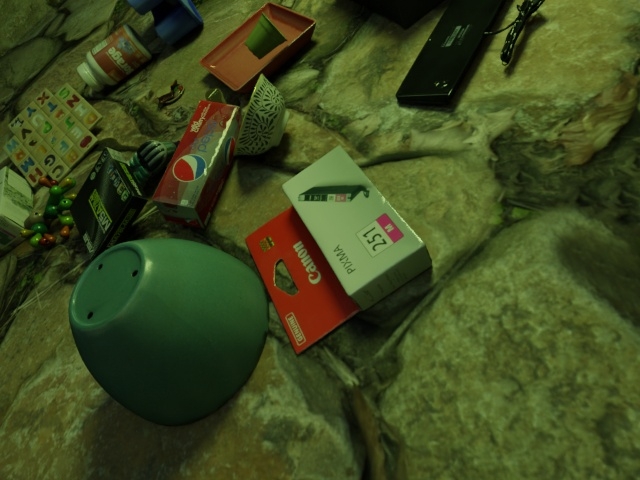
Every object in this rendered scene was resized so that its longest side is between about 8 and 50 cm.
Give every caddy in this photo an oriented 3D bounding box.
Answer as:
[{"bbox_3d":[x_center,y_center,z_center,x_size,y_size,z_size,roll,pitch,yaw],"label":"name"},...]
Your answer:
[{"bbox_3d":[-0.491,-0.780,1.400,0.179,0.241,0.341,-37,49,8],"label":"caddy"}]

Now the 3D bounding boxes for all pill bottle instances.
[{"bbox_3d":[-0.664,-0.580,1.434,0.216,0.121,0.121,-35,49,4],"label":"pill bottle"}]

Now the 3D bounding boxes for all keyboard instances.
[{"bbox_3d":[0.286,-0.372,0.824,0.201,0.033,0.317,15,67,42],"label":"keyboard"}]

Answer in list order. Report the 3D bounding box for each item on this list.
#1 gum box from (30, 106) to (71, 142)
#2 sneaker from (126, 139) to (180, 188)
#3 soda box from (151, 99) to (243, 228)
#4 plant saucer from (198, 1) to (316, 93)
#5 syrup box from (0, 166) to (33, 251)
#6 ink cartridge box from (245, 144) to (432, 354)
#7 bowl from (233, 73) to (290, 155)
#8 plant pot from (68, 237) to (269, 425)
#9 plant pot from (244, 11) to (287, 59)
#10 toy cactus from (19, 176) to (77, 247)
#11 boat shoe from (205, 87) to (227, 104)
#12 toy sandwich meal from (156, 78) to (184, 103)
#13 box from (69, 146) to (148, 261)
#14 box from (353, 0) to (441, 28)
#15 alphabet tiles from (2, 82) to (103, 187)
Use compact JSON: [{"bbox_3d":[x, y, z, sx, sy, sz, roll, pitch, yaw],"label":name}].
[{"bbox_3d":[-0.848,-0.364,1.426,0.188,0.062,0.107,-42,49,-2],"label":"gum box"},{"bbox_3d":[-0.420,-0.164,1.062,0.223,0.083,0.098,-25,9,28],"label":"sneaker"},{"bbox_3d":[-0.241,-0.160,0.915,0.092,0.083,0.263,12,63,8],"label":"soda box"},{"bbox_3d":[-0.160,-0.488,1.141,0.259,0.048,0.258,-43,49,-2],"label":"plant saucer"},{"bbox_3d":[-0.862,-0.089,1.222,0.096,0.093,0.237,-34,49,3],"label":"syrup box"},{"bbox_3d":[0.000,0.000,0.707,0.239,0.060,0.275,-34,49,2],"label":"ink cartridge box"},{"bbox_3d":[-0.111,-0.238,0.899,0.080,0.170,0.170,19,60,-12],"label":"bowl"},{"bbox_3d":[-0.251,0.108,0.680,0.290,0.195,0.290,-15,52,20],"label":"plant pot"},{"bbox_3d":[-0.132,-0.467,1.035,0.079,0.083,0.083,-41,47,14],"label":"plant pot"},{"bbox_3d":[-0.695,-0.066,1.121,0.180,0.112,0.219,-18,59,30],"label":"toy cactus"},{"bbox_3d":[-0.241,-0.301,1.064,0.056,0.048,0.153,-22,56,-2],"label":"boat shoe"},{"bbox_3d":[-0.419,-0.417,1.246,0.085,0.029,0.086,-15,53,20],"label":"toy sandwich meal"},{"bbox_3d":[-0.470,-0.079,0.978,0.184,0.045,0.191,-49,56,14],"label":"box"},{"bbox_3d":[0.211,-0.689,0.987,0.343,0.179,0.312,-38,50,1],"label":"box"},{"bbox_3d":[-0.812,-0.324,1.345,0.342,0.011,0.285,40,84,24],"label":"alphabet tiles"}]
